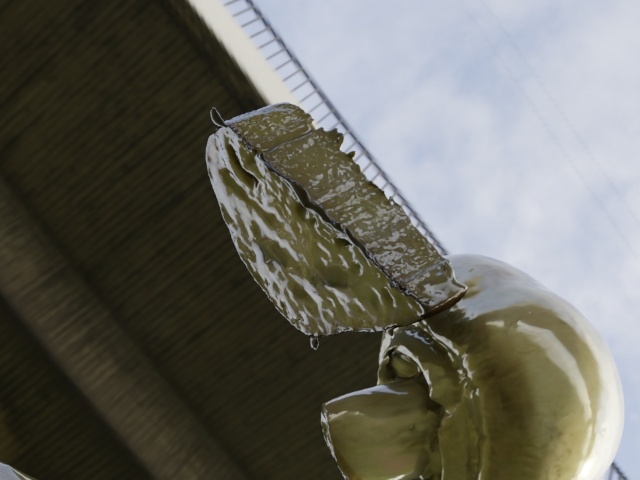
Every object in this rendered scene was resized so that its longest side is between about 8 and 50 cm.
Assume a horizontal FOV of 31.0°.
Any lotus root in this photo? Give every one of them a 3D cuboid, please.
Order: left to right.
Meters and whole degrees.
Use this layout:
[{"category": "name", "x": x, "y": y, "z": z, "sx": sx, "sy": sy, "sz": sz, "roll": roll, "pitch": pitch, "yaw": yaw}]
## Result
[{"category": "lotus root", "x": 0.000, "y": 0.000, "z": 0.950, "sx": 0.260, "sy": 0.074, "sz": 0.170, "roll": 49, "pitch": -35, "yaw": 23}]

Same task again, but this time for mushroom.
[{"category": "mushroom", "x": 0.109, "y": 0.136, "z": 0.950, "sx": 0.260, "sy": 0.234, "sz": 0.254, "roll": 116, "pitch": -37, "yaw": -53}]

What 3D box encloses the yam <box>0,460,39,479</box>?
[{"category": "yam", "x": -0.197, "y": 0.107, "z": 0.407, "sx": 0.330, "sy": 0.133, "sz": 0.133, "roll": 36, "pitch": -58, "yaw": -28}]
